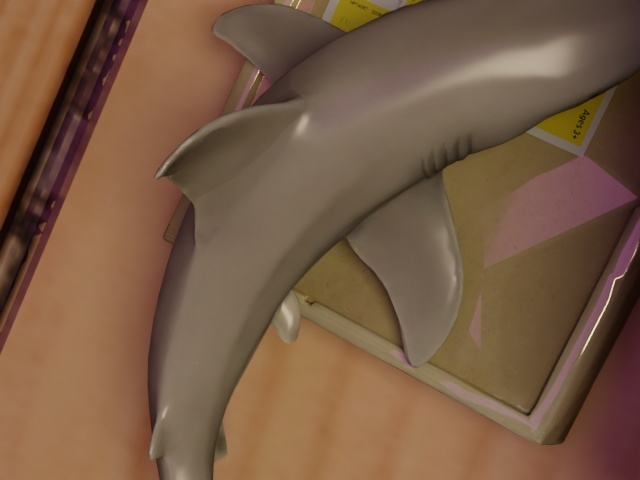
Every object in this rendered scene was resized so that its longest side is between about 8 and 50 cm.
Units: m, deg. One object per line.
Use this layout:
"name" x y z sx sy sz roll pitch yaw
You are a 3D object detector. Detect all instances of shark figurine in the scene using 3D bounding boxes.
"shark figurine" -0.024 0.014 0.532 0.166 0.116 0.278 28 94 24

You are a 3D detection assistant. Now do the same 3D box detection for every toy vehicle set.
"toy vehicle set" 0.070 -0.082 0.580 0.166 0.035 0.267 29 96 23
